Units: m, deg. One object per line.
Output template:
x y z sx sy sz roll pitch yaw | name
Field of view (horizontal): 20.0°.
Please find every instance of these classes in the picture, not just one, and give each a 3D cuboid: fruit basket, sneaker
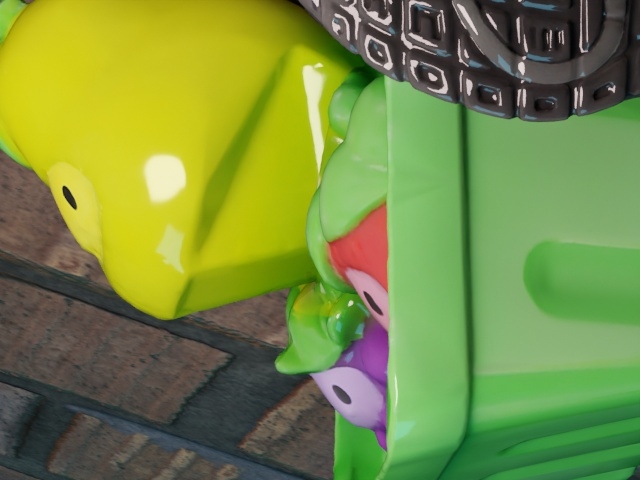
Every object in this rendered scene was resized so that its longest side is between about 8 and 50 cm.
0.000 0.000 0.922 0.392 0.283 0.392 0 162 0 | fruit basket
0.126 -0.098 0.731 0.286 0.109 0.130 7 -174 -3 | sneaker
